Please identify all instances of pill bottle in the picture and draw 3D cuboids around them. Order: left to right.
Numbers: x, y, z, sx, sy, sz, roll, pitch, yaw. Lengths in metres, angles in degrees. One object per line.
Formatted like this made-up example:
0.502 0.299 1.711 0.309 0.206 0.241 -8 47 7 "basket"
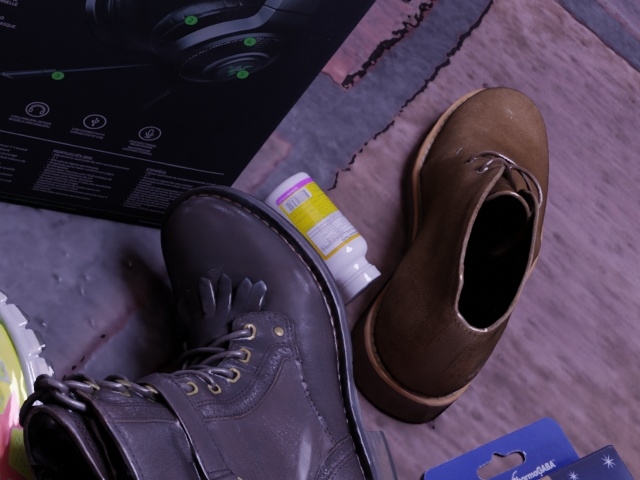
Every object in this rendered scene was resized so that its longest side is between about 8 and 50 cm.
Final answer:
0.000 0.000 0.911 0.083 0.043 0.043 50 45 7 "pill bottle"

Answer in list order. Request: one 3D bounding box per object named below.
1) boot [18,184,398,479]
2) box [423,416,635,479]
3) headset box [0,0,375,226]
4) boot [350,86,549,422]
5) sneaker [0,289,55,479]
-0.064 0.077 0.720 0.229 0.091 0.263 6 53 -59 "boot"
0.168 0.213 0.869 0.136 0.036 0.225 -16 66 -41 "box"
-0.124 -0.148 0.770 0.246 0.283 0.131 9 53 -28 "headset box"
0.116 -0.019 0.957 0.112 0.115 0.305 32 44 -7 "boot"
-0.173 0.107 0.685 0.094 0.081 0.208 -7 62 -35 "sneaker"
